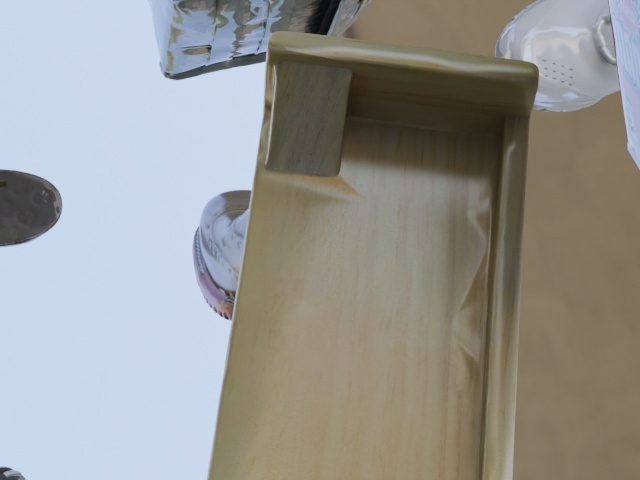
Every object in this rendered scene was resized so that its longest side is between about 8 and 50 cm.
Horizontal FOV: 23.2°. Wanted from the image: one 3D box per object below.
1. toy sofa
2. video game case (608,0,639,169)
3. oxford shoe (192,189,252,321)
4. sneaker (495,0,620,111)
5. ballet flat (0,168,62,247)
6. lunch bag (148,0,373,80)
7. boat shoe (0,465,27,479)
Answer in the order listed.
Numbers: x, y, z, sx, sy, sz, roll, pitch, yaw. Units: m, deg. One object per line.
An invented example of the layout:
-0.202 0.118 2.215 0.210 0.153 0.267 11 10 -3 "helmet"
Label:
0.022 0.084 0.797 0.150 0.362 0.177 6 -34 1 "toy sofa"
0.163 -0.115 0.716 0.025 0.204 0.285 -14 -57 2 "video game case"
0.000 0.000 1.055 0.348 0.123 0.130 -149 -128 -60 "oxford shoe"
0.294 -0.191 1.369 0.129 0.297 0.111 158 -84 -72 "sneaker"
-0.389 -0.019 1.616 0.250 0.058 0.084 -12 -99 0 "ballet flat"
-0.033 -0.287 1.587 0.235 0.287 0.169 125 -49 -75 "lunch bag"
-0.215 0.206 1.007 0.079 0.084 0.233 40 -34 -1 "boat shoe"
